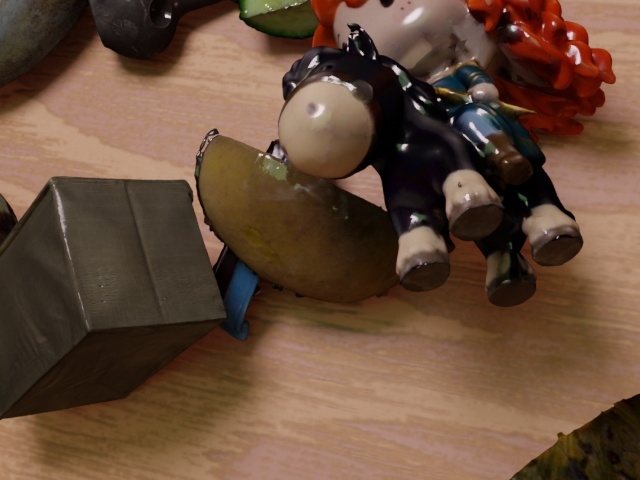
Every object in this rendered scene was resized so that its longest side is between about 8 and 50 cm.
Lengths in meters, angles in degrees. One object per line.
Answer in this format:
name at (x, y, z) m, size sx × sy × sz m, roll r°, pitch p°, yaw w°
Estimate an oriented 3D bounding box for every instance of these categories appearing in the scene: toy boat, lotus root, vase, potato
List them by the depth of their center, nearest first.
potato at (-0.001, -0.001, 0.848) m, size 0.261 × 0.100 × 0.120 m, roll 24°, pitch 87°, yaw -19°
toy boat at (-0.046, -0.001, 0.939) m, size 0.097 × 0.100 × 0.223 m, roll 25°, pitch 87°, yaw -7°
vase at (-0.175, -0.283, 1.048) m, size 0.183 × 0.120 × 0.120 m, roll -17°, pitch 70°, yaw -8°
lotus root at (-0.374, -0.270, 1.076) m, size 0.322 × 0.140 × 0.158 m, roll -51°, pitch 45°, yaw 5°

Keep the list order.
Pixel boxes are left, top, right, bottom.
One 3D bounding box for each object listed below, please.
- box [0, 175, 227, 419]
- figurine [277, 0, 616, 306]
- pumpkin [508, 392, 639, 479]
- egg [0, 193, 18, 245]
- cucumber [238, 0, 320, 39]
box at (-0.223, 0.059, 0.880) m, size 0.231 × 0.155 × 0.148 m, roll -37°, pitch 65°, yaw 41°
figurine at (0.106, -0.127, 0.817) m, size 0.306 × 0.241 × 0.411 m, roll 21°, pitch 44°, yaw 2°
pumpkin at (0.210, 0.256, 0.748) m, size 0.312 × 0.169 × 0.148 m, roll -43°, pitch 66°, yaw 0°
egg at (-0.442, 0.002, 0.998) m, size 0.231 × 0.169 × 0.169 m, roll -2°, pitch 73°, yaw 26°
cucumber at (-0.035, -0.336, 1.033) m, size 0.115 × 0.063 × 0.243 m, roll -16°, pitch 60°, yaw 20°
